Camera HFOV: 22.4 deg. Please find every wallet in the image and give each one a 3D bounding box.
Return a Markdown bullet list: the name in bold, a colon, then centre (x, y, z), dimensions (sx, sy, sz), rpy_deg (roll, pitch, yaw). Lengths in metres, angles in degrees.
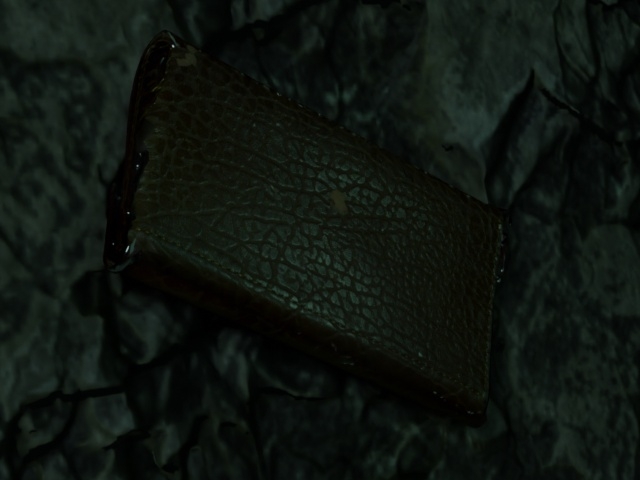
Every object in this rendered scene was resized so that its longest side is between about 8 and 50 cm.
- **wallet**: centre (0.000, 0.000, 0.836), dimensions (0.243, 0.039, 0.132), rpy_deg (25, 58, -33)
